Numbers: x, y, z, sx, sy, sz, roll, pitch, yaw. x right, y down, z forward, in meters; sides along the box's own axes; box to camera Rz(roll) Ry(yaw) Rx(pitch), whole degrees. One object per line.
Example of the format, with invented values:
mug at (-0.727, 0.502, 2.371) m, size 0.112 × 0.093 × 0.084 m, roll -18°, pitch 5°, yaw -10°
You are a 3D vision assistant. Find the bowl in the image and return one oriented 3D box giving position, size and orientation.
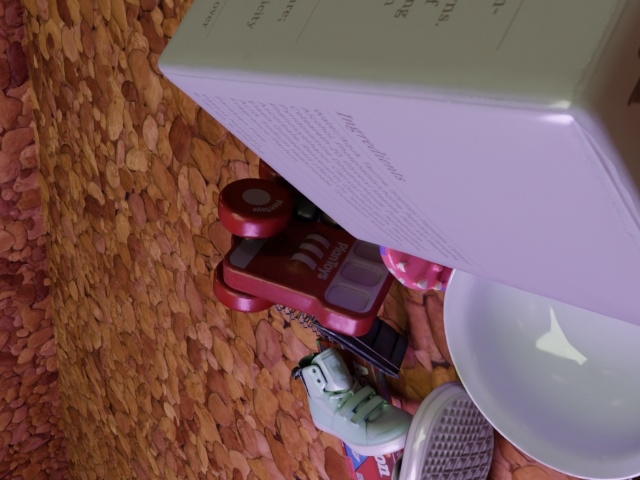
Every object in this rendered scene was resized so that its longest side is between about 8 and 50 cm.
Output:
bowl at (0.297, 0.106, 0.809) m, size 0.298 × 0.134 × 0.298 m, roll 27°, pitch 127°, yaw 42°

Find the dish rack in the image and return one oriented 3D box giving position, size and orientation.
dish rack at (-0.001, 0.116, 1.144) m, size 0.271 × 0.074 × 0.208 m, roll 18°, pitch 163°, yaw 46°

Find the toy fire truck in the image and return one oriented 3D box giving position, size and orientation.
toy fire truck at (0.000, 0.000, 1.014) m, size 0.254 × 0.302 × 0.169 m, roll 20°, pitch 127°, yaw 13°

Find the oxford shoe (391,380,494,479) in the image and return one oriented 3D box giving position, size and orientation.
oxford shoe at (0.158, 0.352, 1.035) m, size 0.130 × 0.169 × 0.449 m, roll 42°, pitch 153°, yaw 40°

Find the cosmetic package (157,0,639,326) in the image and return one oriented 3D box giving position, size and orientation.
cosmetic package at (0.151, -0.168, 0.595) m, size 0.393 × 0.329 × 0.327 m, roll 19°, pitch 165°, yaw 45°

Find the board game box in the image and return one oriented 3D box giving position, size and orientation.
board game box at (0.076, 0.311, 1.270) m, size 0.145 × 0.027 × 0.281 m, roll -1°, pitch 106°, yaw 50°

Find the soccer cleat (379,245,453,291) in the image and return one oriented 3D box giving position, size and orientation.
soccer cleat at (0.133, 0.018, 0.895) m, size 0.095 × 0.248 × 0.083 m, roll 28°, pitch 96°, yaw 40°

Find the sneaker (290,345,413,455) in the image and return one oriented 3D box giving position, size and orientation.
sneaker at (0.048, 0.256, 1.166) m, size 0.256 × 0.094 × 0.151 m, roll 0°, pitch 116°, yaw 52°

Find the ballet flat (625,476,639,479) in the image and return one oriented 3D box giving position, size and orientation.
ballet flat at (0.405, 0.330, 0.823) m, size 0.077 × 0.079 × 0.221 m, roll -25°, pitch 83°, yaw 10°
